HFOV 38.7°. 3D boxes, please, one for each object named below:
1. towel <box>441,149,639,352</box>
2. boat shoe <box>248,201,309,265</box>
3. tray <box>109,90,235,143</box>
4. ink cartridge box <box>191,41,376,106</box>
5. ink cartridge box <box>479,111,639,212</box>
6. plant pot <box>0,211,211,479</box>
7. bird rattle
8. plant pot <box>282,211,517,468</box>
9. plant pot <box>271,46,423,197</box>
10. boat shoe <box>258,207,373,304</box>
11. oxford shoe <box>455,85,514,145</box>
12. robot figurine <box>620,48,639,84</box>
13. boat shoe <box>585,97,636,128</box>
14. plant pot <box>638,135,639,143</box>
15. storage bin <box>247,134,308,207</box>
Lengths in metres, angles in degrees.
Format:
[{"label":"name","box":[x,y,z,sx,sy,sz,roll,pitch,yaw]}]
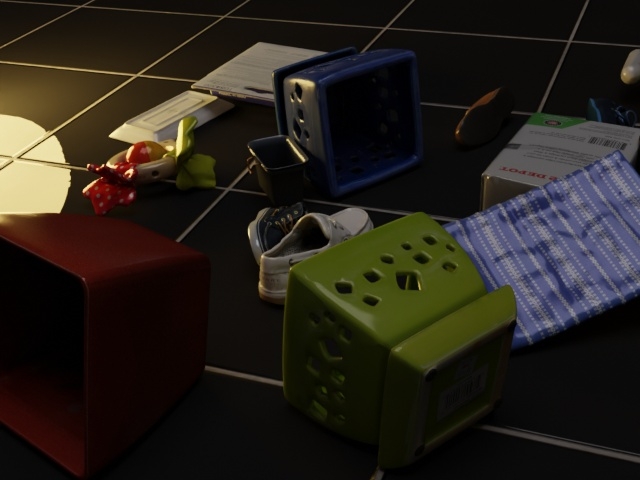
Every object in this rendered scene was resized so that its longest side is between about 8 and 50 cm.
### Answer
[{"label":"towel","box":[0.356,0.009,1.338,0.336,0.040,0.243,-24,52,-4]},{"label":"boat shoe","box":[-0.065,-0.019,1.504,0.083,0.065,0.183,-15,20,10]},{"label":"tray","box":[-0.327,-0.277,2.027,0.145,0.030,0.270,17,36,29]},{"label":"ink cartridge box","box":[-0.076,-0.359,2.098,0.324,0.071,0.330,14,35,21]},{"label":"ink cartridge box","box":[0.420,-0.103,1.573,0.211,0.121,0.289,15,35,26]},{"label":"plant pot","box":[-0.290,0.102,1.188,0.267,0.267,0.236,22,26,35]},{"label":"bird rattle","box":[-0.332,-0.134,1.745,0.254,0.143,0.207,-26,24,-11]},{"label":"plant pot","box":[0.104,0.130,1.126,0.228,0.227,0.207,-24,43,-32]},{"label":"plant pot","box":[0.040,-0.243,1.748,0.236,0.235,0.212,-23,31,-29]},{"label":"boat shoe","box":[0.000,0.000,1.464,0.098,0.096,0.277,12,33,30]},{"label":"oxford shoe","box":[0.330,-0.249,1.902,0.076,0.076,0.212,-16,18,45]},{"label":"robot figurine","box":[0.803,-0.394,1.953,0.300,0.199,0.353,-11,25,28]},{"label":"boat shoe","box":[0.577,-0.228,1.791,0.089,0.109,0.258,6,34,9]},{"label":"plant pot","box":[0.657,-0.145,1.531,0.237,0.032,0.236,11,32,-7]},{"label":"storage bin","box":[-0.082,-0.123,1.686,0.098,0.091,0.135,-14,32,-17]}]
